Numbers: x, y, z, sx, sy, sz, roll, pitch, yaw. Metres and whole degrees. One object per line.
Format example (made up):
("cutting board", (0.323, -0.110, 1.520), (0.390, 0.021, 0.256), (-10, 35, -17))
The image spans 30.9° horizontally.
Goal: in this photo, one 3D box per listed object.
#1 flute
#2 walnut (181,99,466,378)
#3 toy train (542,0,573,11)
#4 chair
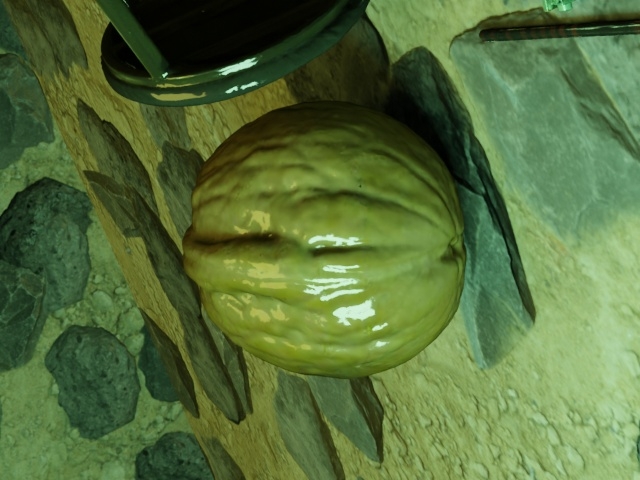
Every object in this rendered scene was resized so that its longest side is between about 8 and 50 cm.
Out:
("flute", (0.221, -0.182, 1.005), (0.269, 0.014, 0.014), (14, 127, 60))
("walnut", (0.000, 0.000, 1.281), (0.333, 0.333, 0.333), (46, 151, 34))
("toy train", (0.194, -0.235, 0.982), (0.053, 0.033, 0.083), (29, 140, 60))
("chair", (-0.144, -0.376, 1.115), (0.362, 0.365, 0.410), (57, 171, 52))
